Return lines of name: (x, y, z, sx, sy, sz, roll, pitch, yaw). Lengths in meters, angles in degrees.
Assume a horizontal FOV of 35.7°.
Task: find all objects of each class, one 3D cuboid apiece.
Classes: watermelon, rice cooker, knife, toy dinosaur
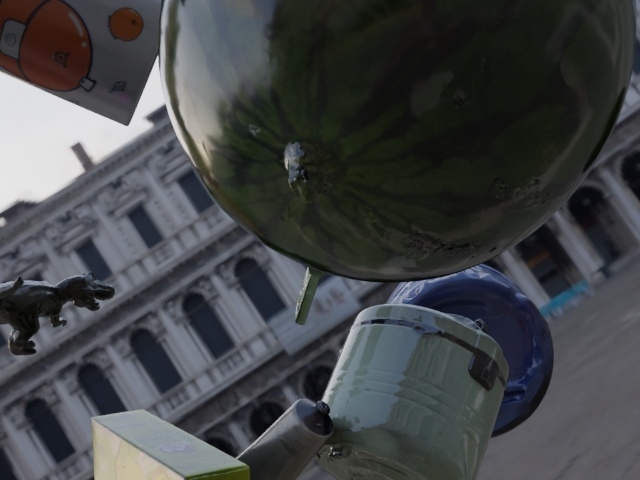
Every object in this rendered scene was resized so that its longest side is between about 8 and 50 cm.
watermelon: (0.036, -0.100, 0.501, 0.242, 0.242, 0.242, -33, -10, -6)
rice cooker: (0.113, 0.201, 1.229, 0.226, 0.226, 0.244, 127, 166, -62)
knife: (0.002, 0.000, 0.769, 0.020, 0.043, 0.293, 10, -30, -4)
toy dinosaur: (-0.334, 0.050, 1.188, 0.187, 0.087, 0.179, -28, -25, -46)

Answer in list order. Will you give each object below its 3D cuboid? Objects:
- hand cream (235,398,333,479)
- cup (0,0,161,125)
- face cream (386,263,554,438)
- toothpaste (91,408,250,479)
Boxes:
hand cream: (-0.049, 0.251, 1.148, 0.054, 0.087, 0.186, -1, -43, -54)
cup: (-0.367, -0.310, 1.326, 0.212, 0.317, 0.212, -158, 90, -79)
face cream: (0.213, 0.157, 1.488, 0.249, 0.249, 0.225, -34, 1, 3)
toothpaste: (-0.183, 0.283, 1.155, 0.077, 0.110, 0.327, -2, 3, -31)
